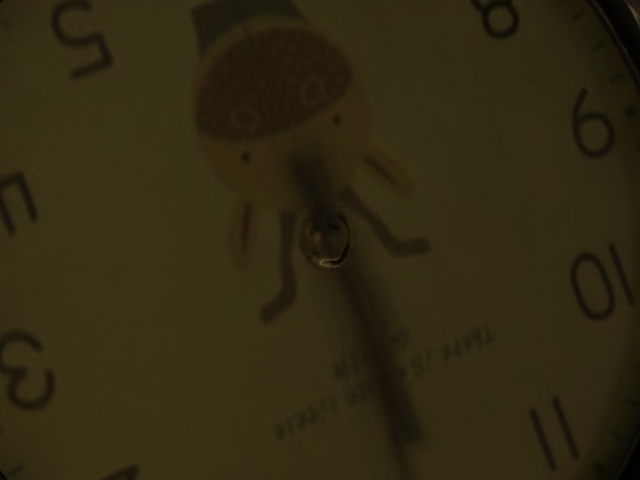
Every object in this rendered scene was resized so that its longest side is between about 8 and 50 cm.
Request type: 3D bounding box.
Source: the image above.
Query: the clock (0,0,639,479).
[{"bbox_3d":[0.000,0.000,0.360,0.185,0.040,0.184,1,-94,-21],"label":"clock"}]
